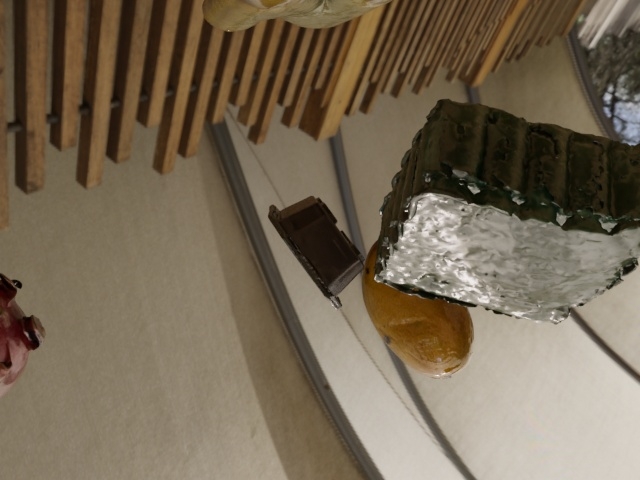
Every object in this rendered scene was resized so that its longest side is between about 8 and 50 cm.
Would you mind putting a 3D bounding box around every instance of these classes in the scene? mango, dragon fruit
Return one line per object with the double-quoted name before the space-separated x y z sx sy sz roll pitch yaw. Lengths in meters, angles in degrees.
"mango" 0.164 0.114 1.007 0.109 0.157 0.262 -4 -117 -59
"dragon fruit" -0.319 0.095 0.514 0.136 0.166 0.133 -10 -112 -34

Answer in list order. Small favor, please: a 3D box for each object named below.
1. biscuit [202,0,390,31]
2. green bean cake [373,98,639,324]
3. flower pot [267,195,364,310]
"biscuit" -0.033 -0.332 0.802 0.237 0.062 0.291 -9 -165 -18
"green bean cake" 0.198 -0.018 0.629 0.255 0.241 0.132 12 -121 1
"flower pot" 0.000 0.000 0.943 0.179 0.084 0.251 55 -179 -9
